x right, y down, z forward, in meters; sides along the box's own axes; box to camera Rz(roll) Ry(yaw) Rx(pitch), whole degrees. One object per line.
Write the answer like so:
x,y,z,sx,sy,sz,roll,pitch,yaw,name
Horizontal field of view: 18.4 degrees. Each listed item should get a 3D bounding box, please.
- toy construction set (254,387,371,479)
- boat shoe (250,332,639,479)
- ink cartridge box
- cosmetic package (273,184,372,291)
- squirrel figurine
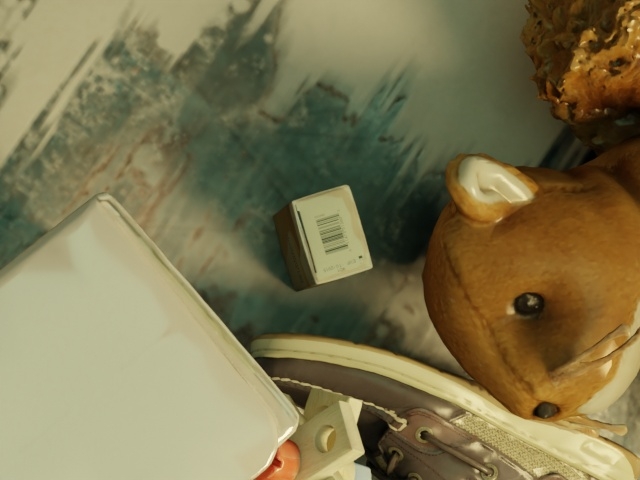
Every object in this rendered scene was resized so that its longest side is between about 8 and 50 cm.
0.042,0.224,1.249,0.328,0.215,0.151,37,49,-36,toy construction set
0.079,0.140,1.337,0.285,0.103,0.092,21,78,-12,boat shoe
-0.190,0.135,1.145,0.285,0.395,0.166,-40,92,-10,ink cartridge box
0.000,0.000,1.327,0.041,0.115,0.060,-16,87,-9,cosmetic package
0.243,-0.044,1.323,0.370,0.281,0.397,-7,72,-2,squirrel figurine
